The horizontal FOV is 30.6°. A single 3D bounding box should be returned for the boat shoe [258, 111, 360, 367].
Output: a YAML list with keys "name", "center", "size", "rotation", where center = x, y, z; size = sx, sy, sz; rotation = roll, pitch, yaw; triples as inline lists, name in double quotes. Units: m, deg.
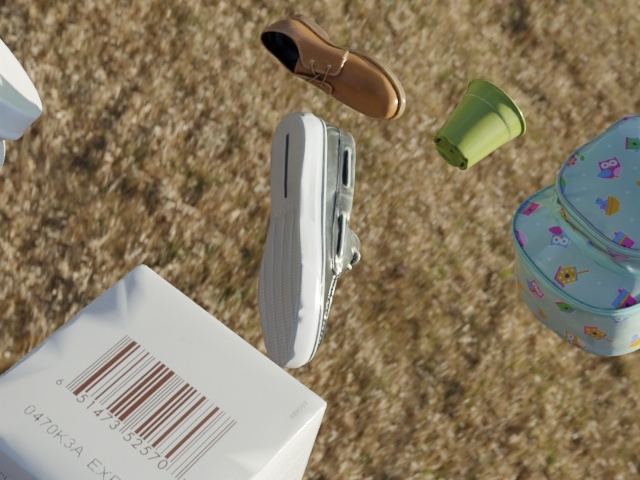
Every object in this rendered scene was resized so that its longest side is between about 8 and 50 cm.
- name: "boat shoe"
  center: [0.000, 0.000, 1.510]
  size: [0.119, 0.121, 0.335]
  rotation: [10, 80, -30]

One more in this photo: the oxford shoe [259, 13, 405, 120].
- name: "oxford shoe"
  center: [0.011, -0.205, 1.442]
  size: [0.212, 0.076, 0.076]
  rotation: [34, 36, 25]

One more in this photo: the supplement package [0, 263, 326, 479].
- name: "supplement package"
  center: [-0.082, 0.119, 0.514]
  size: [0.105, 0.179, 0.105]
  rotation: [35, 52, 16]

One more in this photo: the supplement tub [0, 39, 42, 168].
- name: "supplement tub"
  center: [-0.457, -0.090, 1.108]
  size: [0.331, 0.241, 0.241]
  rotation: [-39, 80, 7]

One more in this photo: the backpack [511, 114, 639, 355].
- name: "backpack"
  center: [0.260, -0.002, 1.009]
  size: [0.188, 0.144, 0.166]
  rotation: [-38, 60, -9]

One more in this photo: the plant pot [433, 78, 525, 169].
- name: "plant pot"
  center: [0.168, -0.120, 1.285]
  size: [0.083, 0.083, 0.079]
  rotation: [44, 74, 5]
